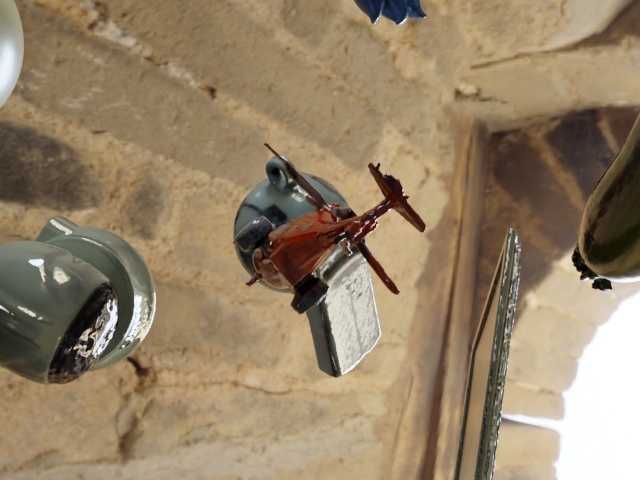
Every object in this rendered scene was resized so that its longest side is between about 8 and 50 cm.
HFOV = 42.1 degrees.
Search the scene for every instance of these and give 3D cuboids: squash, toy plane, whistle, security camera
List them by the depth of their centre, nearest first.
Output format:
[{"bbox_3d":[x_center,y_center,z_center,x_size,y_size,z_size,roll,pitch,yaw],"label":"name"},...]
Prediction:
[{"bbox_3d":[0.005,0.006,0.507,0.077,0.194,0.126,-44,-63,-15],"label":"toy plane"},{"bbox_3d":[0.229,-0.035,0.557,0.331,0.087,0.087,91,-156,-64],"label":"squash"},{"bbox_3d":[-0.325,0.080,1.030,0.197,0.191,0.277,-59,-3,1],"label":"security camera"},{"bbox_3d":[-0.025,0.020,1.039,0.163,0.164,0.289,-44,-44,-38],"label":"whistle"}]

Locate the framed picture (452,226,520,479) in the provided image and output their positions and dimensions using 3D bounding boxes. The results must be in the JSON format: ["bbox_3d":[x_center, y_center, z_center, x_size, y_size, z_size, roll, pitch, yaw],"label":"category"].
[{"bbox_3d":[0.142,0.168,0.749,0.231,0.018,0.293,90,-166,-55],"label":"framed picture"}]

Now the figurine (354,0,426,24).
[{"bbox_3d":[0.058,-0.219,0.661,0.114,0.079,0.114,-25,-61,-61],"label":"figurine"}]

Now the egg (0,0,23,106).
[{"bbox_3d":[-0.387,-0.196,0.810,0.186,0.242,0.185,2,-99,-15],"label":"egg"}]
